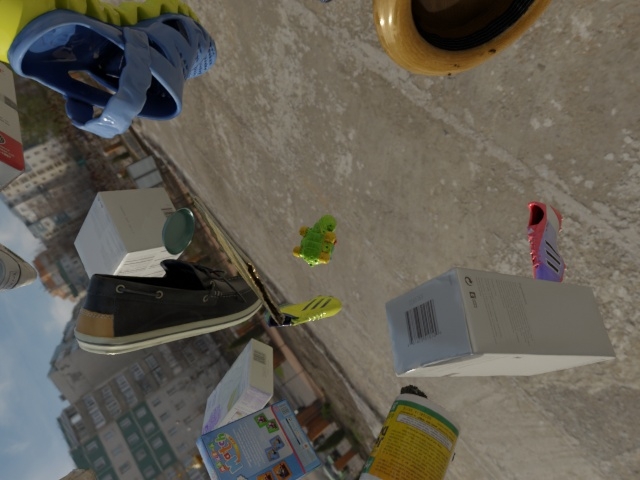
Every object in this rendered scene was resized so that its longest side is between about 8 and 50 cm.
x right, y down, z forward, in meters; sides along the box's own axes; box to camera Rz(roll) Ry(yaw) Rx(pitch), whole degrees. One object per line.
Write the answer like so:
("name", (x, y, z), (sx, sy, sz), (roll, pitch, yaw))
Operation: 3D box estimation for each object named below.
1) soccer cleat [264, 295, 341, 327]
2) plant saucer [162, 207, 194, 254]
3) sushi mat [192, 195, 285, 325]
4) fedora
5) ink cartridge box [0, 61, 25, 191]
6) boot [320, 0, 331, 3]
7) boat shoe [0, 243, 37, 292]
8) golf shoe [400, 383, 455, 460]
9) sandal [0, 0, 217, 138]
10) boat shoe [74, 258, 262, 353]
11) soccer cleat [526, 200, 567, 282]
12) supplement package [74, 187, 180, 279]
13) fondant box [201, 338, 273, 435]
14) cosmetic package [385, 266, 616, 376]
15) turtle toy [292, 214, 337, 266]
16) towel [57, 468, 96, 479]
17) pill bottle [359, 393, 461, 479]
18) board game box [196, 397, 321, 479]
("soccer cleat", (-0.062, 0.273, 1.568), (0.121, 0.290, 0.093), (-100, 4, -65))
("plant saucer", (-0.349, -0.024, 1.036), (0.022, 0.119, 0.119), (16, 146, 13))
("sushi mat", (-0.166, 0.027, 0.820), (0.316, 0.019, 0.151), (40, 158, 50))
("fedora", (0.124, -0.238, 0.370), (0.194, 0.195, 0.079), (93, 158, -58))
("ink cartridge box", (-0.558, -0.202, 0.603), (0.272, 0.114, 0.197), (60, -171, 32))
("boot", (0.047, -0.523, 0.801), (0.086, 0.190, 0.069), (47, -174, 39))
("boat shoe", (-0.549, 0.021, 0.657), (0.227, 0.083, 0.076), (30, 175, 9))
("golf shoe", (0.237, 0.447, 1.018), (0.093, 0.077, 0.198), (97, 159, -44))
("sandal", (-0.206, -0.193, 0.482), (0.126, 0.317, 0.138), (-32, 101, 27))
("boat shoe", (-0.299, 0.120, 0.979), (0.187, 0.500, 0.155), (6, 95, 32))
("soccer cleat", (0.554, 0.013, 1.070), (0.095, 0.247, 0.083), (26, 152, -12))
("supplement package", (-0.557, 0.004, 1.257), (0.263, 0.198, 0.199), (-41, 73, 37))
("fondant box", (-0.289, 0.545, 1.488), (0.096, 0.330, 0.238), (30, -163, -18))
("cosmetic package", (0.348, 0.175, 0.840), (0.217, 0.386, 0.156), (-44, 43, 53))
("turtle toy", (0.000, 0.000, 0.983), (0.095, 0.130, 0.066), (13, 172, 31))
("towel", (-0.426, 0.545, 0.692), (0.282, 0.187, 0.049), (57, 150, 19))
("pill bottle", (0.132, 0.361, 0.668), (0.118, 0.208, 0.117), (24, 147, 17))
("board game box", (-0.123, 0.437, 0.874), (0.160, 0.212, 0.039), (54, 130, 28))
